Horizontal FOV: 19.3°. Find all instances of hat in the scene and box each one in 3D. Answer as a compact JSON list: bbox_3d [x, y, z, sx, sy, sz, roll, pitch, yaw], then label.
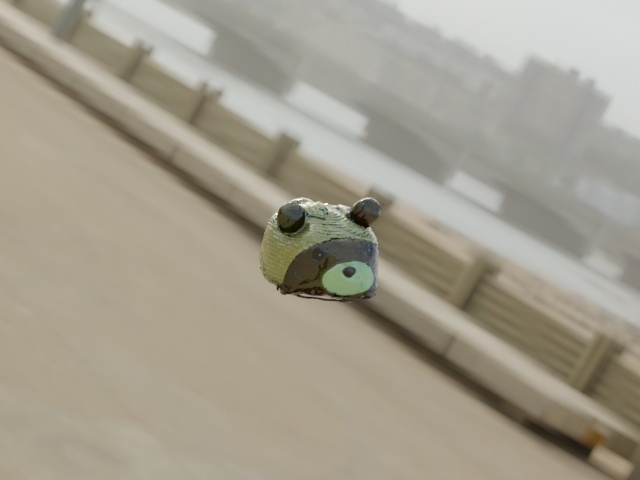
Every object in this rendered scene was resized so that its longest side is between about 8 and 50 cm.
[{"bbox_3d":[0.000,0.000,1.216,0.077,0.059,0.076,3,21,-6],"label":"hat"}]
